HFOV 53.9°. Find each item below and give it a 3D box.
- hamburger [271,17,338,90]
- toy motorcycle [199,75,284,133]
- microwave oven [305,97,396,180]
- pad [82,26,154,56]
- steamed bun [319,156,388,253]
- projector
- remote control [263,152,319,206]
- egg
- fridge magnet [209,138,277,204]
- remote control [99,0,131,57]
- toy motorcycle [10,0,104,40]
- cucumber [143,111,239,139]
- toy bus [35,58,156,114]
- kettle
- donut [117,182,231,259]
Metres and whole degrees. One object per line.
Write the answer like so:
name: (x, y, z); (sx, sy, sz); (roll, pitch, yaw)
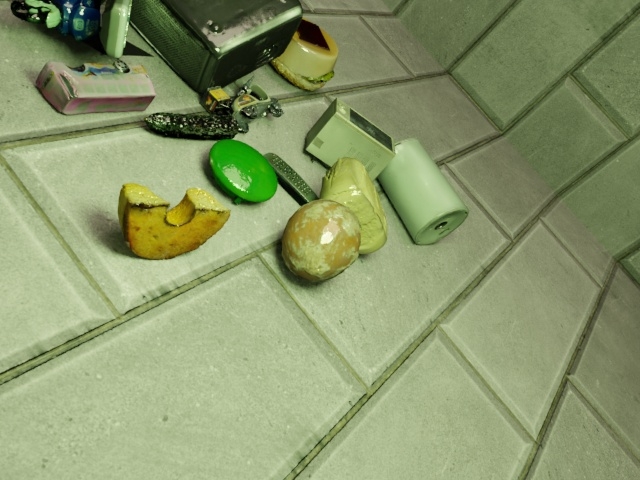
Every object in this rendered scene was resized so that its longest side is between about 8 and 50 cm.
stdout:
hamburger: (-0.077, -0.672, 2.250); (0.302, 0.170, 0.301); (25, 38, -21)
toy motorcycle: (-0.221, -0.412, 1.900); (0.157, 0.091, 0.263); (45, 36, 8)
microwave oven: (0.093, -0.307, 2.033); (0.241, 0.194, 0.145); (32, 32, -18)
pad: (-0.576, -0.524, 1.633); (0.265, 0.009, 0.160); (33, 29, 25)
steamed bun: (0.087, -0.094, 1.819); (0.232, 0.166, 0.272); (-96, 160, -50)
projector: (-0.324, -0.699, 1.863); (0.405, 0.242, 0.395); (48, 57, 3)
remote control: (-0.085, -0.171, 1.833); (0.222, 0.042, 0.072); (46, 33, 4)
egg: (0.000, 0.000, 1.607); (0.203, 0.203, 0.245); (41, 41, -7)
fridge magnet: (-0.207, -0.183, 1.678); (0.208, 0.088, 0.208); (27, 39, -25)
remote control: (-0.518, -0.567, 1.600); (0.066, 0.127, 0.335); (10, 27, -20)
toy motorcycle: (-0.633, -0.597, 1.590); (0.197, 0.125, 0.331); (16, 34, -9)
cucumber: (-0.344, -0.306, 1.679); (0.300, 0.072, 0.072); (-9, 61, -47)
toy bus: (-0.537, -0.374, 1.533); (0.274, 0.090, 0.112); (-20, 74, -52)
kettle: (0.350, -0.166, 2.145); (0.265, 0.205, 0.317); (-4, 55, -45)
donut: (-0.337, -0.036, 1.350); (0.259, 0.152, 0.101); (1, 38, -52)
